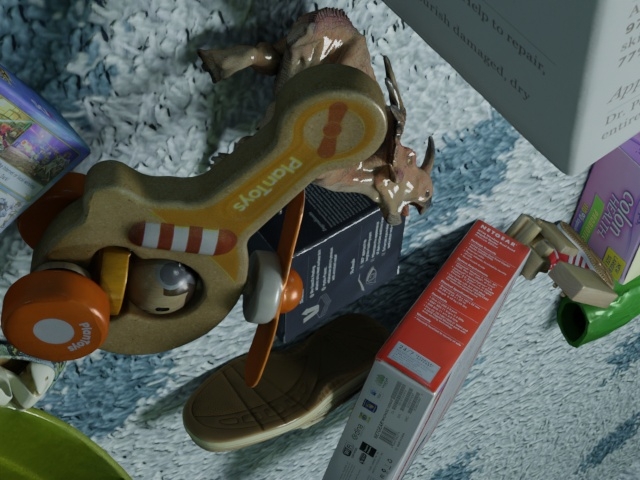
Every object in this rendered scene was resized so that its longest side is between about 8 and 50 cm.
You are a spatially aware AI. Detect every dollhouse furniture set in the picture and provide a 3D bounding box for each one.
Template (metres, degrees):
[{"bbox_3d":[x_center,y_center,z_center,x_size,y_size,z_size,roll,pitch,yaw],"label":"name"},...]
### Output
[{"bbox_3d":[0.292,0.062,1.763,0.123,0.151,0.144,-50,149,18],"label":"dollhouse furniture set"}]

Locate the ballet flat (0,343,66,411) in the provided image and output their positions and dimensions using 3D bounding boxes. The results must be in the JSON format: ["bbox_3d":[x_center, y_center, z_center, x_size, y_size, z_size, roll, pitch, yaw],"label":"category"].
[{"bbox_3d":[-0.294,0.129,1.214,0.070,0.070,0.188,-49,152,15],"label":"ballet flat"}]

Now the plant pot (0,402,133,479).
[{"bbox_3d":[-0.370,0.396,1.255,0.353,0.367,0.366,-39,155,23],"label":"plant pot"}]

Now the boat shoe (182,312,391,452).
[{"bbox_3d":[-0.039,0.187,1.578,0.302,0.109,0.098,-25,148,-38],"label":"boat shoe"}]

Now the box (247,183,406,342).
[{"bbox_3d":[0.000,0.000,1.364,0.158,0.093,0.156,-30,151,-22],"label":"box"}]

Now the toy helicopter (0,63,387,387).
[{"bbox_3d":[-0.073,-0.008,1.040,0.235,0.140,0.355,31,127,-31],"label":"toy helicopter"}]

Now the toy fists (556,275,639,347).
[{"bbox_3d":[0.461,0.056,2.032,0.142,0.096,0.279,-18,148,-19],"label":"toy fists"}]

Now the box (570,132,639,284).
[{"bbox_3d":[0.493,-0.089,1.834,0.243,0.117,0.214,-28,150,-24],"label":"box"}]

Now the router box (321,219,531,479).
[{"bbox_3d":[0.125,0.184,1.683,0.301,0.082,0.335,-48,164,-45],"label":"router box"}]

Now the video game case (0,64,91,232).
[{"bbox_3d":[-0.326,-0.048,0.917,0.244,0.061,0.269,-41,153,3],"label":"video game case"}]

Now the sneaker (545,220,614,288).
[{"bbox_3d":[0.355,0.038,1.847,0.067,0.118,0.042,-46,162,26],"label":"sneaker"}]

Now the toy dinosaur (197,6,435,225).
[{"bbox_3d":[0.010,-0.127,1.166,0.200,0.127,0.296,-30,147,-19],"label":"toy dinosaur"}]

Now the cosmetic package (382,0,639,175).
[{"bbox_3d":[0.202,-0.332,0.886,0.329,0.327,0.394,-32,152,-17],"label":"cosmetic package"}]
